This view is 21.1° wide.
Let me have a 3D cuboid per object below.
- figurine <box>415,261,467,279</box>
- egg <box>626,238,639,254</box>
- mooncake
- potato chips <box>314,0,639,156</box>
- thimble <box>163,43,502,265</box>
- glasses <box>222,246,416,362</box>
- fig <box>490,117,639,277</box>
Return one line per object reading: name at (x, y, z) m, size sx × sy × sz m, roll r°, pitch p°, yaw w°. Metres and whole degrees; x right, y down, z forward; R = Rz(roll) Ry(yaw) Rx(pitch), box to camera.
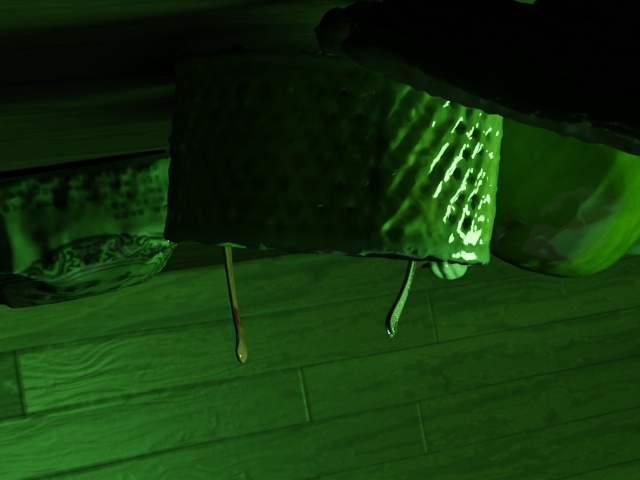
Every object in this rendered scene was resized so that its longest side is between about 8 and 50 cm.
figurine at (0.178, -0.040, 2.189) m, size 0.338 × 0.204 × 0.283 m, roll 2°, pitch -149°, yaw 41°
egg at (0.348, -0.088, 1.800) m, size 0.203 × 0.203 × 0.283 m, roll -7°, pitch 170°, yaw -34°
mooncake at (-0.268, -0.005, 1.889) m, size 0.254 × 0.136 × 0.250 m, roll -10°, pitch 172°, yaw -17°
potato chips at (0.217, -0.118, 1.168) m, size 0.429 × 0.070 × 0.358 m, roll 13°, pitch -157°, yaw 12°
thimble at (0.013, -0.062, 1.356) m, size 0.271 × 0.150 × 0.271 m, roll 5°, pitch 180°, yaw 0°
glasses at (0.000, 0.000, 1.795) m, size 0.234 × 0.268 × 0.118 m, roll -10°, pitch 157°, yaw 20°
fig at (0.225, -0.112, 1.595) m, size 0.233 × 0.233 × 0.314 m, roll -9°, pitch 132°, yaw -17°
